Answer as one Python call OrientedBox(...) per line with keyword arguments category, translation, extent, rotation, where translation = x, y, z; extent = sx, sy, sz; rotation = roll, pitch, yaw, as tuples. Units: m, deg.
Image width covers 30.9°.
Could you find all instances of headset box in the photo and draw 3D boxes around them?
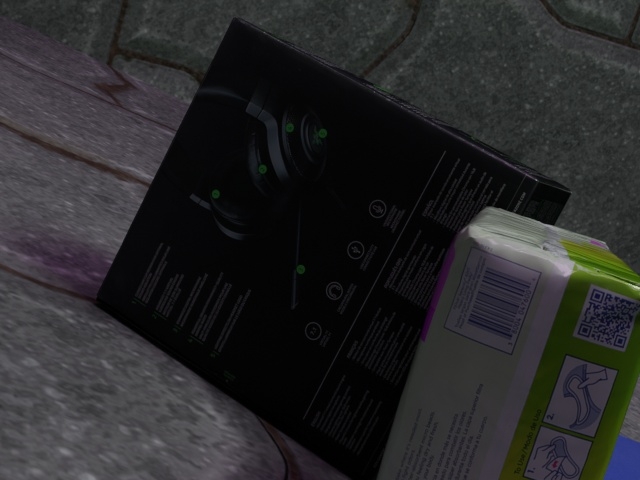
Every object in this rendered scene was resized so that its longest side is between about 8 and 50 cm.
OrientedBox(category="headset box", translation=(0.000, 0.000, 0.882), extent=(0.283, 0.246, 0.131), rotation=(30, 9, 20))

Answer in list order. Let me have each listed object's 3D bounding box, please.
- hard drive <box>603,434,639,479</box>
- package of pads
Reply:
OrientedBox(category="hard drive", translation=(0.264, 0.237, 0.904), extent=(0.210, 0.040, 0.319), rotation=(23, 15, -25))
OrientedBox(category="package of pads", translation=(0.089, 0.105, 0.626), extent=(0.101, 0.229, 0.296), rotation=(18, 6, 9))
